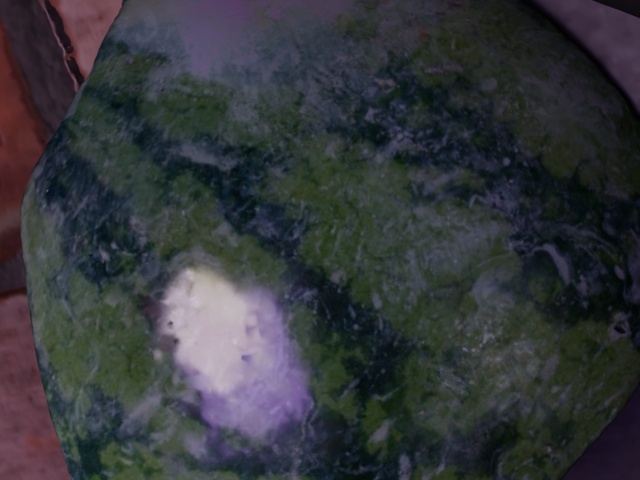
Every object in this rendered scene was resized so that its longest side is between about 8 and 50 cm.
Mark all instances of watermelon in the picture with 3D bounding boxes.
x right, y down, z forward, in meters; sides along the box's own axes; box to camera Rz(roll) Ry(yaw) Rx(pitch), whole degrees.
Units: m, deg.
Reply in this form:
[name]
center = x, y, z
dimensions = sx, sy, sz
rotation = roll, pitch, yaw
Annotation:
[watermelon]
center = 0.000, 0.000, 0.558
dimensions = 0.260, 0.256, 0.176
rotation = 65, 174, -15

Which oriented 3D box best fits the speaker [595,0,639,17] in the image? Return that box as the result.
[speaker]
center = 0.192, -0.150, 0.336
dimensions = 0.254, 0.184, 0.232
rotation = 26, 126, 24
